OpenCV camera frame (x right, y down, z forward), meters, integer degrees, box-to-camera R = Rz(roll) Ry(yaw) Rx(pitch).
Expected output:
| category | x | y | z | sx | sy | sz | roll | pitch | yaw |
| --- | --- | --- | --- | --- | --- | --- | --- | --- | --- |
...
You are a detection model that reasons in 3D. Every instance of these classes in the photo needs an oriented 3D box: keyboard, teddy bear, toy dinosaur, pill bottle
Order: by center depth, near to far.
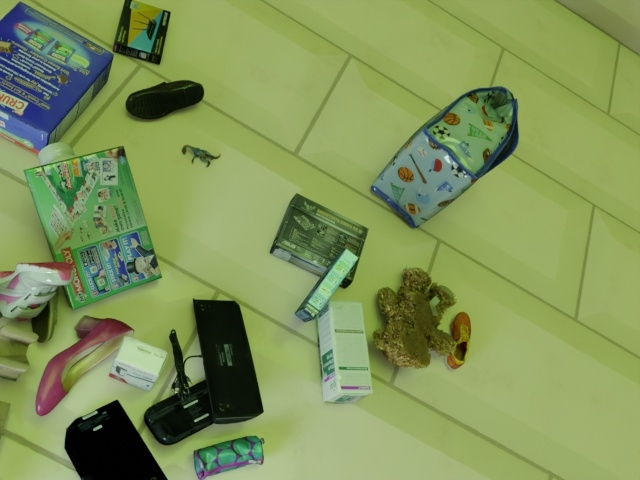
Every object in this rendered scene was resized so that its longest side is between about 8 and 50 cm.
| category | x | y | z | sx | sy | sz | roll | pitch | yaw |
| --- | --- | --- | --- | --- | --- | --- | --- | --- | --- |
| keyboard | -0.249 | 0.265 | 1.454 | 0.202 | 0.033 | 0.317 | 6 | 46 | -29 |
| pill bottle | -0.586 | -0.131 | 1.515 | 0.108 | 0.108 | 0.193 | -22 | 74 | -32 |
| teddy bear | 0.250 | 0.210 | 1.719 | 0.245 | 0.113 | 0.338 | 26 | 48 | -17 |
| toy dinosaur | -0.330 | -0.232 | 1.742 | 0.082 | 0.047 | 0.090 | 36 | 21 | 8 |

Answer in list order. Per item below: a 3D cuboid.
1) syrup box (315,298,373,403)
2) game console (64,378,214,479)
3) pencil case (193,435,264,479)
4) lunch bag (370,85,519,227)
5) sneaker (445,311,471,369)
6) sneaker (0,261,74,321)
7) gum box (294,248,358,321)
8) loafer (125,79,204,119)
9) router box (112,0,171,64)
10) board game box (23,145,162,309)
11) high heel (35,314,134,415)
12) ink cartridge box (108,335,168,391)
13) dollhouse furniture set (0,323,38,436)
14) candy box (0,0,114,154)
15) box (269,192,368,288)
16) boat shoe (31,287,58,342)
| category | x | y | z | sx | sy | sz | roll | pitch | yaw |
| --- | --- | --- | --- | --- | --- | --- | --- | --- | --- |
| syrup box | 0.055 | 0.274 | 1.590 | 0.096 | 0.093 | 0.236 | 7 | 61 | -21 |
| game console | -0.329 | 0.401 | 1.350 | 0.361 | 0.044 | 0.213 | -21 | 56 | -35 |
| pencil case | -0.196 | 0.466 | 1.388 | 0.152 | 0.064 | 0.070 | -7 | 27 | -26 |
| lunch bag | 0.388 | -0.261 | 1.890 | 0.239 | 0.328 | 0.385 | 45 | 53 | -2 |
| sneaker | 0.388 | 0.269 | 1.758 | 0.064 | 0.067 | 0.175 | 23 | 55 | -9 |
| sneaker | -0.596 | 0.107 | 1.330 | 0.103 | 0.252 | 0.111 | 1 | 78 | -55 |
| gum box | 0.011 | 0.114 | 1.584 | 0.041 | 0.157 | 0.184 | 36 | 78 | -2 |
| loafer | -0.429 | -0.388 | 1.759 | 0.220 | 0.080 | 0.078 | -19 | 40 | -30 |
| router box | -0.509 | -0.597 | 1.844 | 0.133 | 0.046 | 0.178 | 12 | 59 | -18 |
| board game box | -0.500 | -0.032 | 1.441 | 0.214 | 0.046 | 0.317 | -21 | 106 | -31 |
| high heel | -0.490 | 0.264 | 1.348 | 0.117 | 0.082 | 0.244 | 11 | 43 | 9 |
| ink cartridge box | -0.388 | 0.264 | 1.370 | 0.099 | 0.135 | 0.056 | 24 | 57 | -10 |
| dollhouse furniture set | -0.787 | 0.311 | 1.162 | 0.394 | 0.256 | 0.362 | 27 | 53 | -34 |
| candy box | -0.715 | -0.399 | 1.598 | 0.268 | 0.122 | 0.317 | 29 | 54 | -8 |
| box | 0.000 | 0.000 | 1.738 | 0.231 | 0.056 | 0.183 | 25 | 55 | -10 |
| boat shoe | -0.589 | 0.149 | 1.398 | 0.048 | 0.056 | 0.153 | 35 | 36 | -57 |
